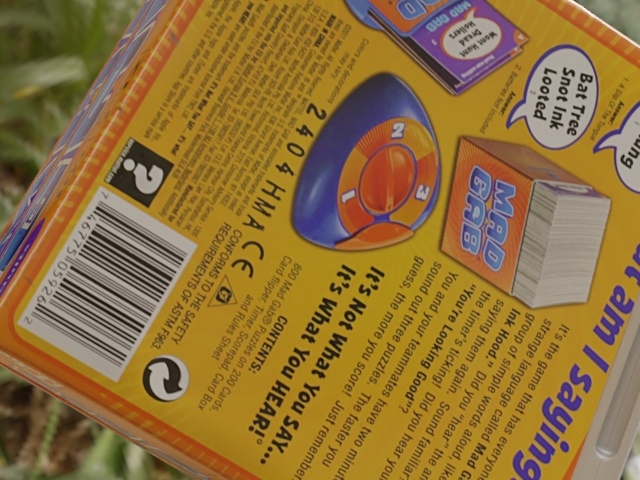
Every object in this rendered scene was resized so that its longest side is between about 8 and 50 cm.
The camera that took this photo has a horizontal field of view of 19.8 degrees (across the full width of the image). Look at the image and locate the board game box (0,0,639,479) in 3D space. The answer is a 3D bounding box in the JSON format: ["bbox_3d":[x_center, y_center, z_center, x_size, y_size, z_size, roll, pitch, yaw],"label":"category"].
[{"bbox_3d":[0.000,0.000,1.227,0.356,0.357,0.356,32,-10,-11],"label":"board game box"}]

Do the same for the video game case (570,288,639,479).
[{"bbox_3d":[0.150,0.033,0.821,0.190,0.022,0.173,-33,142,-71],"label":"video game case"}]
